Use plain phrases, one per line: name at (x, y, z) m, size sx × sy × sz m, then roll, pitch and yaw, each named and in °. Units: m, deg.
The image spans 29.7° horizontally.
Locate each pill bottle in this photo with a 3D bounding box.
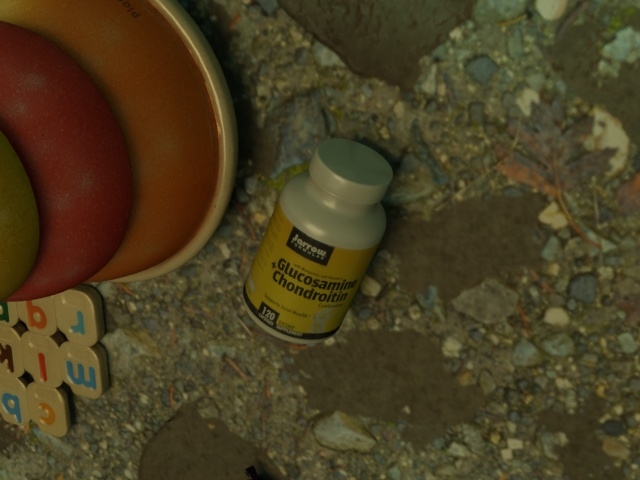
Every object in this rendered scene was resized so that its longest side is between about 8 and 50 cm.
pill bottle at (0.000, 0.000, 1.129) m, size 0.103 × 0.103 × 0.184 m, roll 32°, pitch 124°, yaw 13°

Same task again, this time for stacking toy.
stacking toy at (-0.326, -0.050, 1.056) m, size 0.351 × 0.480 × 0.350 m, roll 12°, pitch 117°, yaw 25°

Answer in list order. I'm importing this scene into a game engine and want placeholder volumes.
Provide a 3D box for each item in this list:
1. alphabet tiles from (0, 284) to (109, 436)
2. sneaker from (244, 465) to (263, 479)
alphabet tiles at (-0.373, 0.095, 1.430) m, size 0.284 × 0.021 × 0.277 m, roll 11°, pitch 116°, yaw 25°
sneaker at (-0.106, 0.349, 1.378) m, size 0.223 × 0.083 × 0.098 m, roll -48°, pitch 64°, yaw 31°
